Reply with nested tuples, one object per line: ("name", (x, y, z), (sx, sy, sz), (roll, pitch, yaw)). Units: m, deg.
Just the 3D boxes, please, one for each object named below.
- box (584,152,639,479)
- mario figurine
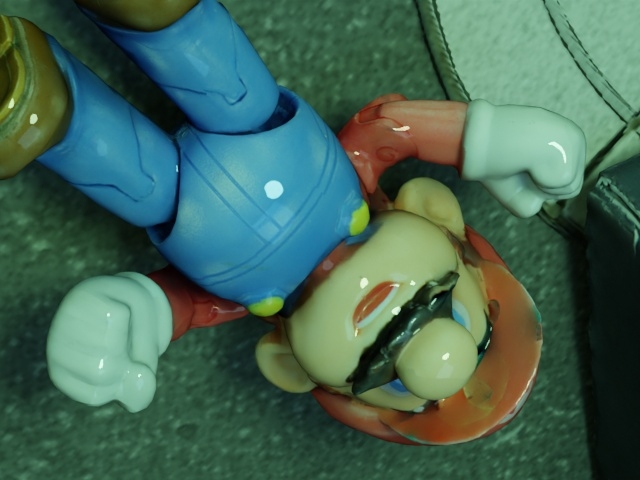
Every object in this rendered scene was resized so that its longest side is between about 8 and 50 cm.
("box", (0.464, 0.103, 1.003), (0.480, 0.472, 0.297), (-24, 139, -14))
("mario figurine", (0.000, 0.000, 0.851), (0.198, 0.170, 0.320), (-23, 135, 33))
